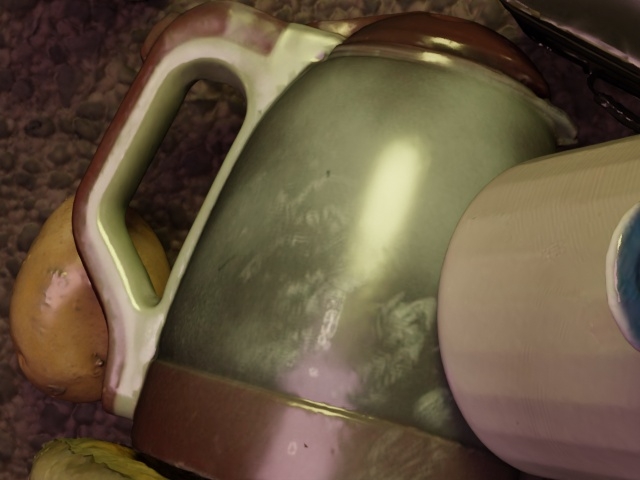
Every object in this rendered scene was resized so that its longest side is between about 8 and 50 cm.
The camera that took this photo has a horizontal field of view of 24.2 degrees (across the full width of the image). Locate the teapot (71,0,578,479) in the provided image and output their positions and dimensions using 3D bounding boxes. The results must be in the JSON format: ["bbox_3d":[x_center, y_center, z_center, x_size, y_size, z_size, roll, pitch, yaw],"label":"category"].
[{"bbox_3d":[0.000,0.000,0.929,0.315,0.233,0.312,16,82,8],"label":"teapot"}]

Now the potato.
[{"bbox_3d":[-0.157,0.041,1.037,0.112,0.112,0.147,16,97,16],"label":"potato"}]

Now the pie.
[{"bbox_3d":[-0.048,0.176,0.917,0.274,0.274,0.055,15,83,16],"label":"pie"}]

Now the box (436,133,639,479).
[{"bbox_3d":[0.170,0.042,0.753,0.206,0.291,0.262,-7,82,52],"label":"box"}]

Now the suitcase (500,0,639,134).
[{"bbox_3d":[0.298,-0.251,0.871,0.283,0.194,0.434,31,98,14],"label":"suitcase"}]
